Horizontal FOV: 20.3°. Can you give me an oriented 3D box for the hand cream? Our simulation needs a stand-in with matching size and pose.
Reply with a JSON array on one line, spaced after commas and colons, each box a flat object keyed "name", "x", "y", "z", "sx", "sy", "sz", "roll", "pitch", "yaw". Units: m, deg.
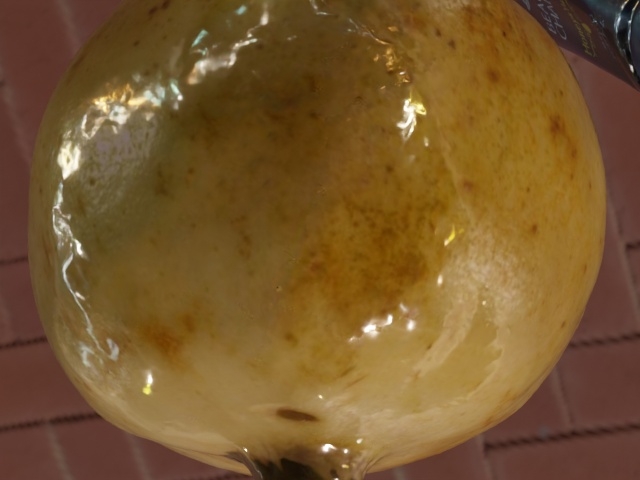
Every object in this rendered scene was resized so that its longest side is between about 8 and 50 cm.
[{"name": "hand cream", "x": 0.191, "y": -0.164, "z": 1.252, "sx": 0.061, "sy": 0.270, "sz": 0.120, "roll": -35, "pitch": 125, "yaw": -8}]

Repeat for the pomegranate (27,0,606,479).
[{"name": "pomegranate", "x": 0.000, "y": 0.000, "z": 0.561, "sx": 0.196, "sy": 0.196, "sz": 0.196, "roll": 6, "pitch": 115, "yaw": 14}]
